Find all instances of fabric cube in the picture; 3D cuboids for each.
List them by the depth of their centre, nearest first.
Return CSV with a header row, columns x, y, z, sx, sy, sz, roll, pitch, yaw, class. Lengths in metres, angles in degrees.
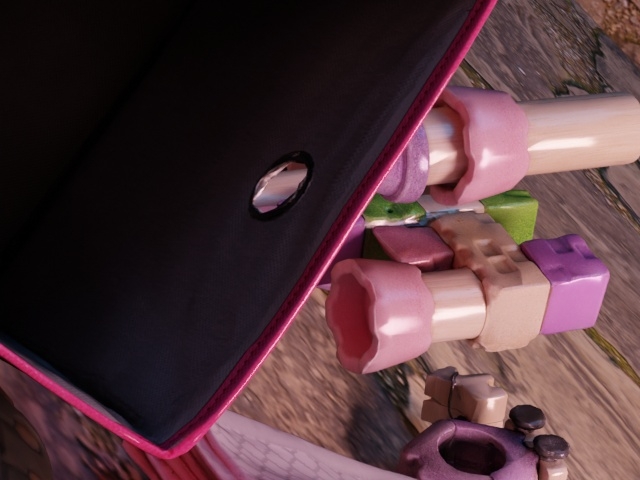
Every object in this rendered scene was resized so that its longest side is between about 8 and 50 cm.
x,y,z,sx,sy,sz,roll,pitch,yaw,class
-0.133,-0.101,0.722,0.259,0.254,0.258,41,-13,-31,fabric cube

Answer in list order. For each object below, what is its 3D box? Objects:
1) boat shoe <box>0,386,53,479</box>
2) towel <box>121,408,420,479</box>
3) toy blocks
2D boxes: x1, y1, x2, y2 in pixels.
x,y,z,sx,sy,sz,roll,pitch,yaw,class
-0.172,0.141,0.558,0.122,0.120,0.324,55,12,-14,boat shoe
0.099,0.189,0.823,0.332,0.053,0.317,26,4,-33,towel
0.000,0.000,1.067,0.260,0.309,0.288,-8,34,-24,toy blocks
